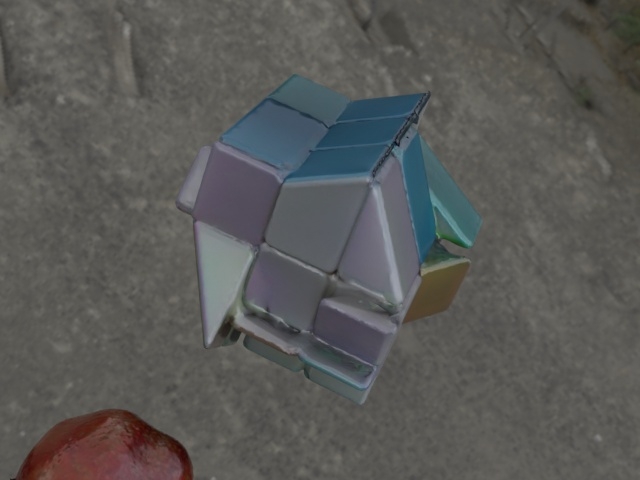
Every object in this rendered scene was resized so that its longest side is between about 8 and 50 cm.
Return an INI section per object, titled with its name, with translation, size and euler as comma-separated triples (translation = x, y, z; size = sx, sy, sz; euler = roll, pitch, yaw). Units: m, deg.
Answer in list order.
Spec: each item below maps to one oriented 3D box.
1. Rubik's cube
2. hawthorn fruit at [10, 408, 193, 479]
[Rubik's cube]
translation = 0.000, 0.000, 1.253
size = 0.358, 0.368, 0.387
euler = 25, 33, 8
[hawthorn fruit]
translation = -0.210, 0.253, 0.938
size = 0.169, 0.169, 0.188
euler = 42, 41, -8
